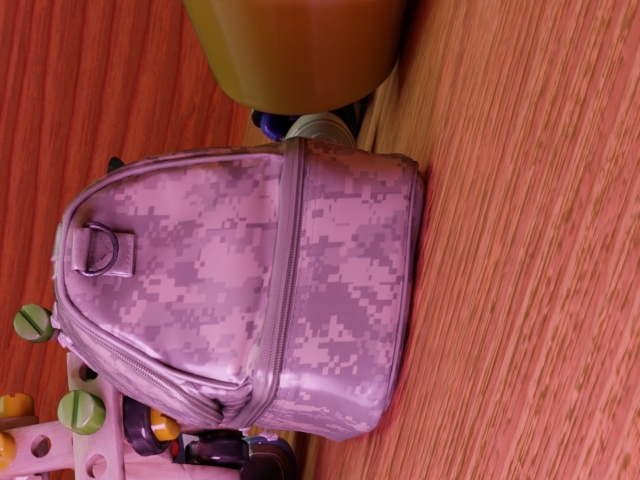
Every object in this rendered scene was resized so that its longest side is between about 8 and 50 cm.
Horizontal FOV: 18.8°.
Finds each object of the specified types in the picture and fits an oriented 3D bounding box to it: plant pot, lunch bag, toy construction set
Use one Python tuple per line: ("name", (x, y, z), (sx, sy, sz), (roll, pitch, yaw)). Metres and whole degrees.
("plant pot", (-0.024, -0.242, 1.584), (0.254, 0.254, 0.239), (-87, -7, -48))
("lunch bag", (-0.076, 0.037, 1.456), (0.305, 0.256, 0.212), (132, 147, -80))
("toy construction set", (-0.223, 0.216, 1.667), (0.237, 0.257, 0.309), (45, -118, -70))

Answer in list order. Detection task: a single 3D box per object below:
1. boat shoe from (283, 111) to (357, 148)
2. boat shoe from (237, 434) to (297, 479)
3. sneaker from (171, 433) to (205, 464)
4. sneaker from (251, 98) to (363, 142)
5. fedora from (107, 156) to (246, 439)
("boat shoe", (-0.001, 0.000, 1.733), (0.081, 0.079, 0.227), (-114, 27, -68))
("boat shoe", (-0.056, 0.262, 1.893), (0.183, 0.066, 0.066), (91, 177, -47))
("sneaker", (-0.177, 0.235, 1.889), (0.226, 0.163, 0.086), (-107, -7, -64))
("sneaker", (-0.016, -0.194, 1.897), (0.315, 0.127, 0.182), (-103, 25, -71))
("fedora", (-0.087, 0.035, 1.900), (0.334, 0.152, 0.334), (155, 90, -84))
